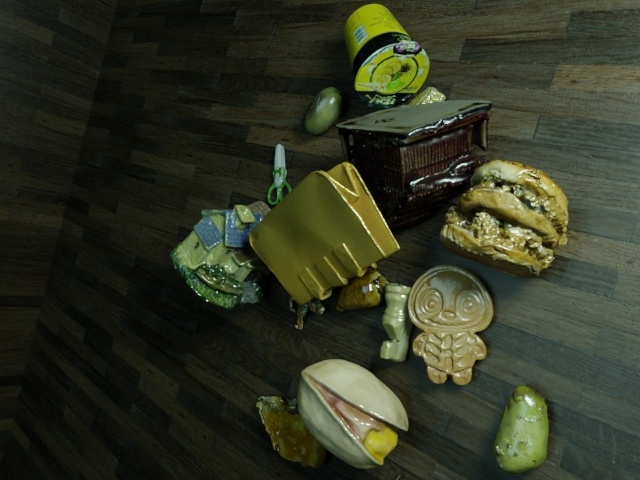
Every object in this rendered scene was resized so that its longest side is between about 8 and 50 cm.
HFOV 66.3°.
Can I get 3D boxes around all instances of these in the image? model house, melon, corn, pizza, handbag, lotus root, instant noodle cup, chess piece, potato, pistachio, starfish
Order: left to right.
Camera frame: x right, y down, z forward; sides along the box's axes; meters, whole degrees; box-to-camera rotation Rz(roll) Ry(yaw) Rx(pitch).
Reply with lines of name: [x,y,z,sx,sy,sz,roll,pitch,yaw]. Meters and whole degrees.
model house: [-0.245,0.028,1.519,0.266,0.321,0.261,-49,64,19]
pizza: [-0.086,0.552,1.452,0.296,0.071,0.189,3,97,41]
starfish: [-0.030,0.181,1.495,0.150,0.053,0.210,37,110,49]
handbag: [0.000,0.000,1.306,0.401,0.133,0.283,-35,85,46]
melon: [0.009,-0.397,1.517,0.162,0.099,0.099,-50,57,24]
pistachio: [0.070,0.430,1.251,0.308,0.229,0.230,32,102,40]
lotus root: [0.100,0.150,1.363,0.190,0.094,0.108,-29,31,36]
instant noodle cup: [0.164,-0.525,1.363,0.215,0.215,0.236,-35,56,28]
chess piece: [0.201,0.215,1.274,0.090,0.090,0.201,4,87,38]
corn: [0.225,-0.295,1.345,0.288,0.086,0.086,-50,57,19]
model house: [0.243,-0.185,1.237,0.297,0.317,0.283,-137,29,-59]
potato: [0.437,0.412,1.062,0.105,0.085,0.188,10,84,17]

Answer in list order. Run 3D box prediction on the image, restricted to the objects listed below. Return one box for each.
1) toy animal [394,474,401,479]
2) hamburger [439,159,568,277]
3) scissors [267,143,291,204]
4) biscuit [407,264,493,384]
toy animal: [0.124,0.717,1.197,0.160,0.197,0.273,33,99,33]
hamburger: [0.406,-0.036,1.060,0.245,0.260,0.211,27,83,6]
scissors: [-0.135,-0.222,1.643,0.101,0.027,0.205,-5,81,36]
biscuit: [0.309,0.203,1.187,0.202,0.044,0.289,4,84,19]
